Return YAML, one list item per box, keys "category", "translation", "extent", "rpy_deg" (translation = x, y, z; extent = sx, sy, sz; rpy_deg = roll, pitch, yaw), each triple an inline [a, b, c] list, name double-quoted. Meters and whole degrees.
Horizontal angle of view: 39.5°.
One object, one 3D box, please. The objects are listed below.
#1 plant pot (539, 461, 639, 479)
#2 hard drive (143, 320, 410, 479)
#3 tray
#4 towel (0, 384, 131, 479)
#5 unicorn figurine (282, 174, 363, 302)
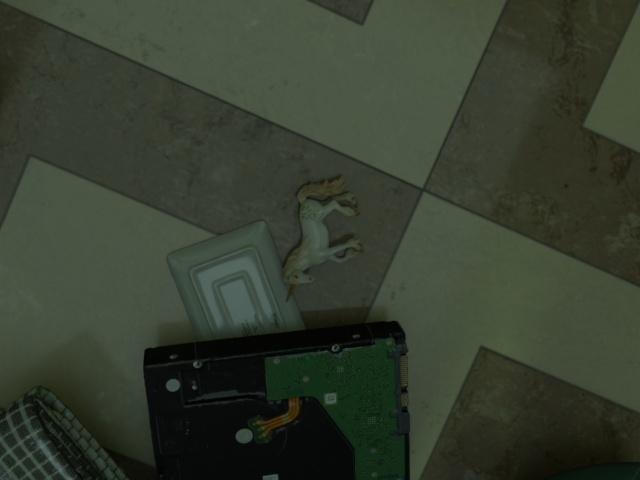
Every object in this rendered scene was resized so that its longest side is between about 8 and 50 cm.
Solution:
- category: "plant pot"
  translation: [0.328, 0.431, 1.178]
  extent: [0.195, 0.290, 0.291]
  rpy_deg: [-1, 98, 31]
- category: "hard drive"
  translation: [-0.052, 0.237, 1.178]
  extent: [0.338, 0.064, 0.237]
  rpy_deg: [-6, 110, -7]
- category: "tray"
  translation: [-0.095, 0.122, 1.207]
  extent: [0.145, 0.030, 0.271]
  rpy_deg: [-21, 98, -3]
- category: "towel"
  translation: [-0.345, 0.352, 1.064]
  extent: [0.235, 0.121, 0.284]
  rpy_deg: [-37, 96, -1]
- category: "unicorn figurine"
  translation: [0.000, 0.000, 1.191]
  extent: [0.111, 0.060, 0.162]
  rpy_deg: [-6, 81, -3]
